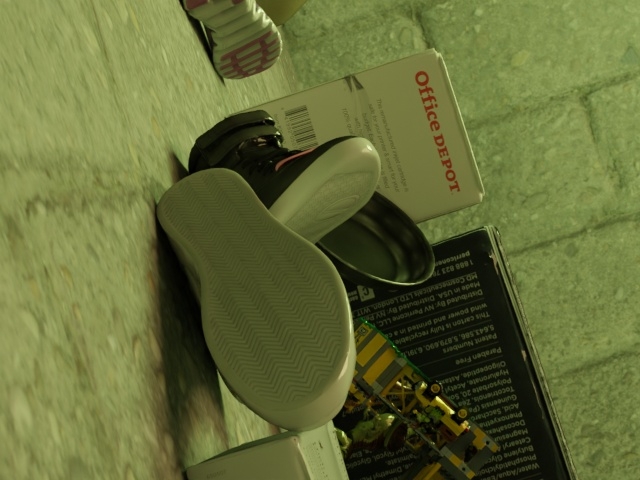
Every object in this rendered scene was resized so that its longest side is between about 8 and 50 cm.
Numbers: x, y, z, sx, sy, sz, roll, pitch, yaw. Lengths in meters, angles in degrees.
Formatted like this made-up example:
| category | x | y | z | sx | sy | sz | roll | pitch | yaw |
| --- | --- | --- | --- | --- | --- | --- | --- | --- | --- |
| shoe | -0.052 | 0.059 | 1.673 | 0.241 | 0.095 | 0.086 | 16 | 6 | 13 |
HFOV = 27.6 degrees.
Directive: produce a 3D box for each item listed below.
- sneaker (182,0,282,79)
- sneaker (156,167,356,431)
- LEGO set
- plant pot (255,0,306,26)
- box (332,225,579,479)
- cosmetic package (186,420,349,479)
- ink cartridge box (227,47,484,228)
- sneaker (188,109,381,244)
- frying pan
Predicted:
| category | x | y | z | sx | sy | sz | roll | pitch | yaw |
| --- | --- | --- | --- | --- | --- | --- | --- | --- | --- |
| sneaker | -0.120 | -0.300 | 1.671 | 0.236 | 0.095 | 0.104 | 63 | 3 | -60 |
| sneaker | -0.029 | 0.079 | 0.989 | 0.292 | 0.108 | 0.169 | -122 | -171 | -53 |
| LEGO set | 0.046 | 0.233 | 1.398 | 0.255 | 0.192 | 0.331 | 44 | -9 | -2 |
| plant pot | -0.081 | -0.430 | 1.852 | 0.274 | 0.256 | 0.256 | 102 | -26 | -66 |
| box | 0.187 | 0.280 | 1.778 | 0.480 | 0.297 | 0.471 | 45 | 26 | -75 |
| cosmetic package | -0.024 | 0.200 | 0.954 | 0.231 | 0.085 | 0.117 | 24 | 49 | -82 |
| ink cartridge box | 0.048 | -0.104 | 1.685 | 0.117 | 0.283 | 0.207 | -23 | 96 | -85 |
| sneaker | -0.047 | -0.062 | 1.159 | 0.147 | 0.105 | 0.296 | 67 | -26 | 11 |
| frying pan | 0.025 | 0.016 | 1.488 | 0.197 | 0.053 | 0.326 | 35 | 30 | 3 |
